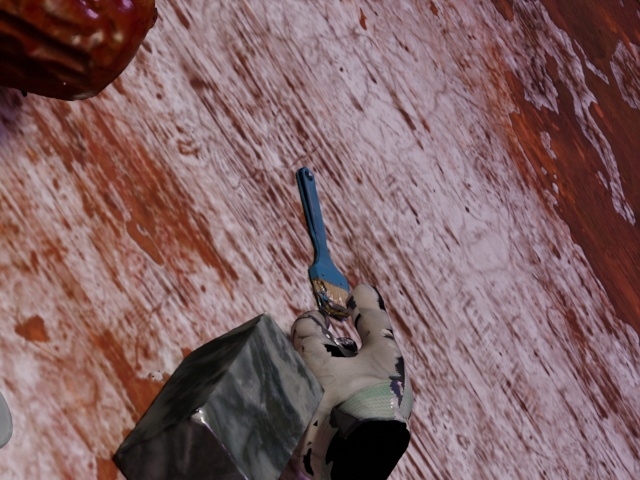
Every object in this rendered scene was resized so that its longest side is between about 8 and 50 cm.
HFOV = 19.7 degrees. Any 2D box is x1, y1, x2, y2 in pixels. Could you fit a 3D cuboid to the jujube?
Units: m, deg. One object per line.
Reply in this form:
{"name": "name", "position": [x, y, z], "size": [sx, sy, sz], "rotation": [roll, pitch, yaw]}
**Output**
{"name": "jujube", "position": [-0.251, -0.220, 1.314], "size": [0.290, 0.197, 0.197], "rotation": [37, 34, -21]}

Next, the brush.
{"name": "brush", "position": [0.000, 0.000, 1.739], "size": [0.051, 0.014, 0.164], "rotation": [27, 42, -50]}

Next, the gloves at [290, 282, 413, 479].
{"name": "gloves", "position": [0.011, 0.119, 1.538], "size": [0.111, 0.128, 0.212], "rotation": [-7, 30, -20]}

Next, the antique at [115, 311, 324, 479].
{"name": "antique", "position": [-0.071, 0.136, 1.407], "size": [0.088, 0.086, 0.183], "rotation": [56, 27, -12]}

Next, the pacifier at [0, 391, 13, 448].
{"name": "pacifier", "position": [-0.244, 0.097, 1.123], "size": [0.126, 0.117, 0.150], "rotation": [32, 34, 0]}

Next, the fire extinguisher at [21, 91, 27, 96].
{"name": "fire extinguisher", "position": [-0.254, -0.147, 1.428], "size": [0.083, 0.025, 0.038], "rotation": [52, 5, -17]}
